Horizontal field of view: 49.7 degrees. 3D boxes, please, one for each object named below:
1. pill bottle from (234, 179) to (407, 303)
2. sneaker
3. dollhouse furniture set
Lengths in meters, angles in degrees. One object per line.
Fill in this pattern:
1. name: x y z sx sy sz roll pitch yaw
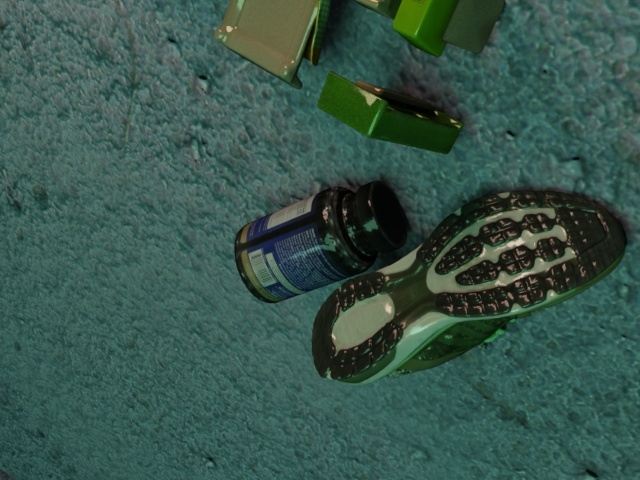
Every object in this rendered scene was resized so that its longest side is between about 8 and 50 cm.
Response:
1. pill bottle: 0.000 0.000 0.937 0.219 0.123 0.122 -21 104 30
2. sneaker: 0.188 0.074 0.875 0.410 0.182 0.158 -28 55 29
3. dollhouse furniture set: 0.039 -0.257 0.799 0.301 0.151 0.197 37 114 35
